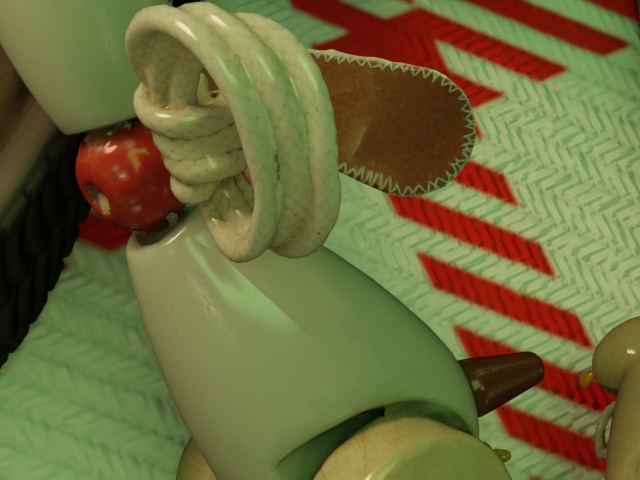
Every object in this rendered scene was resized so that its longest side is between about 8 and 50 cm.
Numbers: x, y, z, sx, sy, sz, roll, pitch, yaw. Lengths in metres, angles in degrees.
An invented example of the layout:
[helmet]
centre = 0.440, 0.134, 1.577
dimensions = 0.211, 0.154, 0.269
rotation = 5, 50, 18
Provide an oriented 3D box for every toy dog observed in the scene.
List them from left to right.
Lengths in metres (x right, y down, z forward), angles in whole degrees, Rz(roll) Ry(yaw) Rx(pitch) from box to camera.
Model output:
[toy dog]
centre = 0.000, 0.000, 0.551
dimensions = 0.161, 0.334, 0.220
rotation = -32, 40, -27

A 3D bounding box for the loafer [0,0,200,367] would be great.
[loafer]
centre = -0.155, -0.072, 0.632
dimensions = 0.130, 0.134, 0.366
rotation = 24, 60, 2

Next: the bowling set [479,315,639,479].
[bowling set]
centre = 0.183, 0.131, 0.616
dimensions = 0.200, 0.287, 0.154
rotation = 55, 23, -25

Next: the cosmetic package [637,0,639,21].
[cosmetic package]
centre = 0.245, -0.083, 0.718
dimensions = 0.127, 0.107, 0.238
rotation = -3, 76, -9
